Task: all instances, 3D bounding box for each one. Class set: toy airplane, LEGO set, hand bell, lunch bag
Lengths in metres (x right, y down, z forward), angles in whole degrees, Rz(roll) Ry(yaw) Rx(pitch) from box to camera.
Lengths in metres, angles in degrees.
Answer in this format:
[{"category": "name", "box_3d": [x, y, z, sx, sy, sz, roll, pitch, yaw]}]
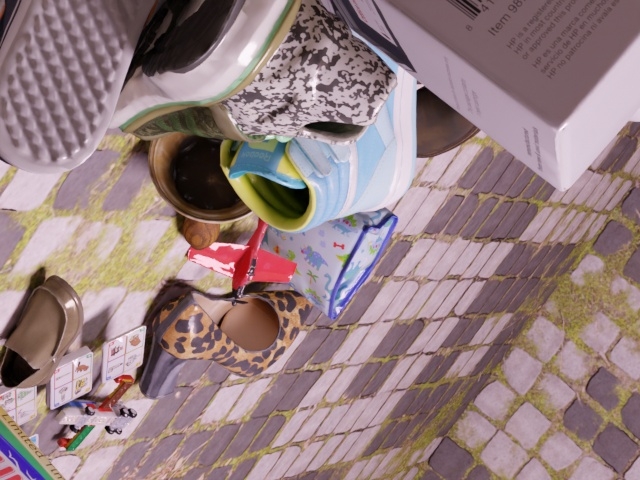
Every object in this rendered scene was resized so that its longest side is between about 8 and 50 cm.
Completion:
[{"category": "toy airplane", "box_3d": [-0.073, 0.004, 1.797, 0.151, 0.028, 0.151, -13, 112, -33]}, {"category": "LEGO set", "box_3d": [-0.282, 0.183, 1.743, 0.182, 0.060, 0.244, -26, 150, -26]}, {"category": "hand bell", "box_3d": [-0.115, -0.039, 1.628, 0.126, 0.126, 0.242, -44, 172, -18]}, {"category": "lunch bag", "box_3d": [0.000, 0.000, 1.869, 0.096, 0.129, 0.151, -22, 145, -53]}]

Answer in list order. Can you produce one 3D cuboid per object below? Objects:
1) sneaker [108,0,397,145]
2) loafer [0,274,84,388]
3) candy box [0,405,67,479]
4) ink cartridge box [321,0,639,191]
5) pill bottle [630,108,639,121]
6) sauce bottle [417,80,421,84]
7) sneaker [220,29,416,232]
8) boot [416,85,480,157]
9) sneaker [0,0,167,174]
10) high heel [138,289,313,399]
[{"category": "sneaker", "box_3d": [-0.056, -0.119, 1.275, 0.158, 0.182, 0.410, -59, -167, -6]}, {"category": "loafer", "box_3d": [-0.272, 0.096, 1.553, 0.050, 0.056, 0.148, -37, 158, -49]}, {"category": "candy box", "box_3d": [-0.345, 0.265, 1.382, 0.122, 0.268, 0.317, -53, 162, 19]}, {"category": "ink cartridge box", "box_3d": [0.125, -0.278, 1.243, 0.285, 0.395, 0.166, -48, 163, -6]}, {"category": "pill bottle", "box_3d": [0.263, -0.266, 1.683, 0.361, 0.204, 0.204, 25, 105, -47]}, {"category": "sauce bottle", "box_3d": [0.128, -0.232, 1.755, 0.344, 0.111, 0.111, -23, 147, -54]}, {"category": "sneaker", "box_3d": [-0.006, -0.153, 1.441, 0.208, 0.127, 0.319, -29, 119, -48]}, {"category": "boot", "box_3d": [0.075, -0.123, 1.751, 0.219, 0.082, 0.106, -9, -176, 43]}, {"category": "sneaker", "box_3d": [-0.163, -0.202, 1.166, 0.321, 0.126, 0.127, -61, -158, -6]}, {"category": "high heel", "box_3d": [-0.087, 0.084, 1.873, 0.261, 0.093, 0.186, -26, 157, -32]}]
